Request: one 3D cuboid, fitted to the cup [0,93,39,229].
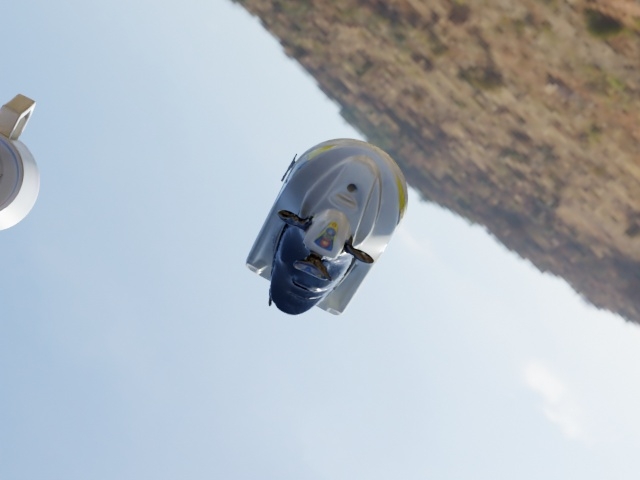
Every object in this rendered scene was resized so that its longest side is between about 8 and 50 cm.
[{"bbox_3d":[-0.231,-0.058,0.862,0.074,0.104,0.116,29,173,-9],"label":"cup"}]

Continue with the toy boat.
[{"bbox_3d":[0.001,-0.002,1.303,0.141,0.141,0.269,47,155,8],"label":"toy boat"}]
